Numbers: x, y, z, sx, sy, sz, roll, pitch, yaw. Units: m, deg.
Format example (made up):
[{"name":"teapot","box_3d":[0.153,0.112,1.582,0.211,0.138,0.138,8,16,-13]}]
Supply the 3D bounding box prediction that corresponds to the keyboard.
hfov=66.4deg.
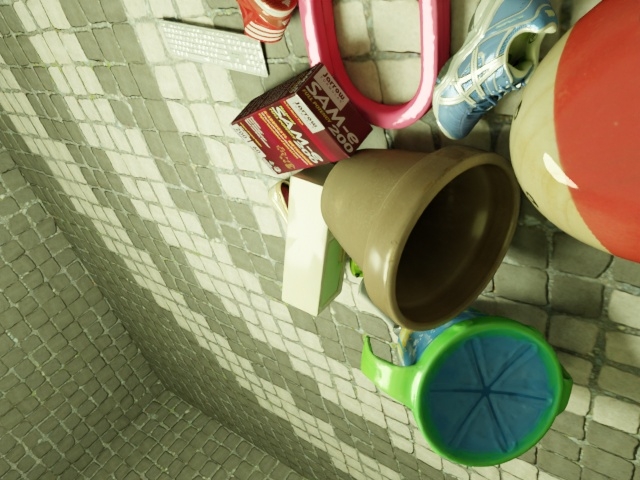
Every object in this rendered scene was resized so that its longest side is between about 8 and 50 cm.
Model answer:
[{"name":"keyboard","box_3d":[-0.200,-0.355,0.899,0.255,0.014,0.072,23,139,29]}]

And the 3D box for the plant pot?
[{"name":"plant pot","box_3d":[0.121,-0.036,0.728,0.229,0.263,0.263,37,148,43]}]

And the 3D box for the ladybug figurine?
[{"name":"ladybug figurine","box_3d":[0.355,-0.111,0.392,0.449,0.161,0.305,-12,93,49]}]

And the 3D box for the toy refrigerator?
[{"name":"toy refrigerator","box_3d":[0.000,0.000,0.921,0.094,0.102,0.270,21,123,24]}]

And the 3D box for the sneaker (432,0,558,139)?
[{"name":"sneaker","box_3d":[0.198,-0.196,0.581,0.211,0.080,0.081,104,146,-53]}]

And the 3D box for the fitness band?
[{"name":"fitness band","box_3d":[0.071,-0.287,0.660,0.208,0.054,0.291,18,138,32]}]

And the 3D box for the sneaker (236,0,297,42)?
[{"name":"sneaker","box_3d":[-0.125,-0.389,0.729,0.221,0.087,0.128,58,158,7]}]

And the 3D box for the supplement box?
[{"name":"supplement box","box_3d":[-0.041,-0.187,0.806,0.130,0.073,0.239,46,156,-24]}]

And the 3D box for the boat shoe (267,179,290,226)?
[{"name":"boat shoe","box_3d":[-0.041,-0.051,1.004,0.170,0.063,0.059,49,151,-4]}]

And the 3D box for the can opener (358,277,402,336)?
[{"name":"can opener","box_3d":[0.193,0.165,0.977,0.283,0.076,0.095,45,146,-1]}]

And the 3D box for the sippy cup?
[{"name":"sippy cup","box_3d":[0.236,0.209,0.824,0.305,0.240,0.224,43,-178,-13]}]

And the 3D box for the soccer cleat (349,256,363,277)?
[{"name":"soccer cleat","box_3d":[0.084,-0.009,0.927,0.072,0.060,0.179,-111,27,-49]}]
